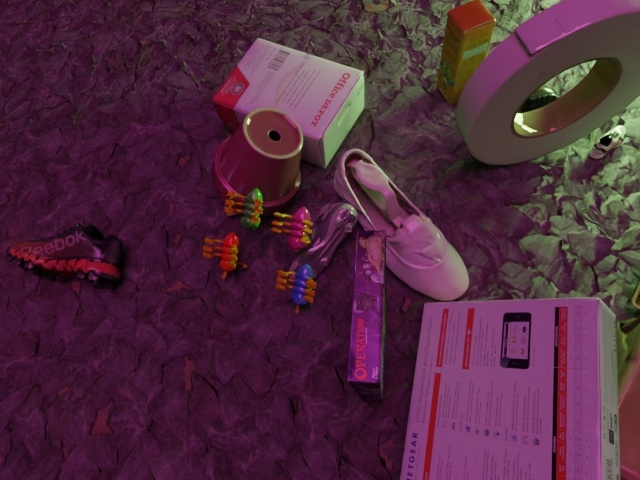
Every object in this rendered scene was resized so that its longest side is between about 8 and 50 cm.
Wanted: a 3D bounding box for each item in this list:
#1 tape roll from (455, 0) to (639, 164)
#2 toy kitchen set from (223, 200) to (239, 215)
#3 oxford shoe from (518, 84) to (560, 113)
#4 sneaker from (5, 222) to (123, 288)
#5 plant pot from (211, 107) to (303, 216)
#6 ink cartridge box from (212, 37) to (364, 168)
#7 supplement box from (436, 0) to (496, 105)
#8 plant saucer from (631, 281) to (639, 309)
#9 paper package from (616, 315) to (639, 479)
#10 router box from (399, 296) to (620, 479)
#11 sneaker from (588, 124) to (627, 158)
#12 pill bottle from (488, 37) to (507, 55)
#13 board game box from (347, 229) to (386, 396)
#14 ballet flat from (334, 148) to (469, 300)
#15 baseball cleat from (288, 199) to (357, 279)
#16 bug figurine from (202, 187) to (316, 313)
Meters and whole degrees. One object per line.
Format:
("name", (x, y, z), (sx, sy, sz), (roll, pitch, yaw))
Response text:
("tape roll", (0.459, -0.294, 0.845), (0.391, 0.392, 0.072), (-16, 65, 0))
("toy kitchen set", (-0.203, -0.111, 1.046), (0.068, 0.075, 0.084), (-14, 104, -12))
("oxford shoe", (0.443, -0.331, 1.045), (0.226, 0.083, 0.096), (-1, 48, 6))
("sneaker", (-0.577, 0.025, 0.996), (0.275, 0.098, 0.135), (7, 67, 8))
("plant pot", (-0.125, -0.181, 0.947), (0.201, 0.180, 0.202), (10, 61, -18))
("ink cartridge box", (-0.074, -0.343, 1.078), (0.306, 0.131, 0.226), (26, 71, 16))
("supplement box", (0.331, -0.425, 1.006), (0.080, 0.233, 0.078), (-24, 65, 0))
("plant saucer", (0.710, 0.100, 0.825), (0.188, 0.045, 0.188), (30, 73, 18))
("paper package", (0.605, 0.311, 0.677), (0.324, 0.168, 0.310), (33, 73, 20))
("router box", (0.292, 0.264, 0.693), (0.301, 0.082, 0.336), (-10, 58, 47))
("sneaker", (0.658, -0.228, 0.980), (0.109, 0.044, 0.040), (-39, 65, -12))
("pill bottle", (0.495, -0.488, 1.104), (0.120, 0.067, 0.067), (-36, 67, -9))
("board game box", (0.086, 0.149, 0.718), (0.056, 0.347, 0.208), (-2, 65, 8))
("ballet flat", (0.157, -0.044, 0.914), (0.139, 0.139, 0.400), (-34, 67, -8))
("baseball cleat", (0.000, 0.000, 0.956), (0.206, 0.072, 0.109), (-46, 28, 4))
("bug figurine", (-0.107, 0.015, 0.895), (0.278, 0.072, 0.217), (22, 109, 22))
